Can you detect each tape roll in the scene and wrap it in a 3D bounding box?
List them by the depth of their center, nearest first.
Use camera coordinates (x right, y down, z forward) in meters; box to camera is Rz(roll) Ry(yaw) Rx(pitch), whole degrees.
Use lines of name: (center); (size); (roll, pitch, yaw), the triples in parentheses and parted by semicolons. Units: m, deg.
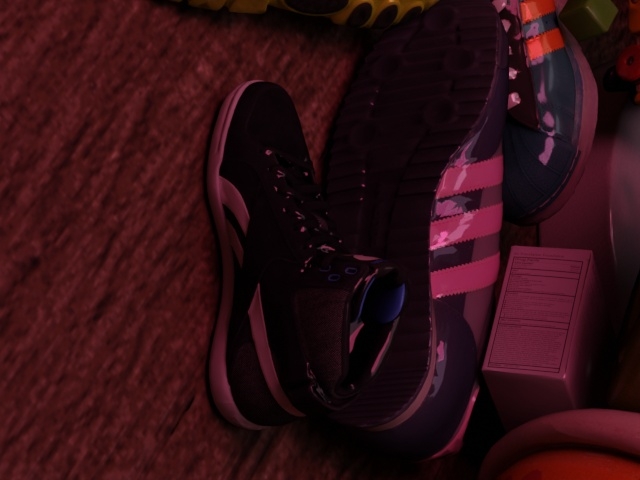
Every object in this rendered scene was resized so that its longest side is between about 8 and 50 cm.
tape roll: (0.318, 0.029, 1.371); (0.392, 0.072, 0.392); (16, 68, -47)

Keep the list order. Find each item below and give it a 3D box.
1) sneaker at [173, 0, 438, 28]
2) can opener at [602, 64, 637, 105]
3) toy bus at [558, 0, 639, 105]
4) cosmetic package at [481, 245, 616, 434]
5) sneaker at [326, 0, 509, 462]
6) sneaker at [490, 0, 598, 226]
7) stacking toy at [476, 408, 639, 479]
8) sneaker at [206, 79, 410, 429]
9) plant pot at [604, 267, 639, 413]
sneaker: (-0.039, -0.210, 1.021); (0.295, 0.109, 0.123); (9, 47, -44)
can opener: (0.281, -0.128, 1.278); (0.186, 0.059, 0.073); (-11, 115, -40)
toy bus: (0.281, -0.165, 1.168); (0.191, 0.104, 0.202); (-40, 105, -37)
cosmetic package: (0.168, 0.111, 1.122); (0.239, 0.060, 0.099); (65, 38, -50)
sneaker: (0.071, -0.007, 1.085); (0.131, 0.112, 0.319); (46, 52, -52)
sneaker: (0.119, -0.160, 1.176); (0.121, 0.108, 0.302); (21, 60, -40)
stacking toy: (0.115, 0.359, 0.917); (0.480, 0.351, 0.350); (-43, 113, -29)
sneaker: (0.000, 0.000, 0.972); (0.079, 0.121, 0.216); (15, 69, -47)
plant pot: (0.375, 0.054, 1.007); (0.366, 0.353, 0.366); (19, 90, -83)
